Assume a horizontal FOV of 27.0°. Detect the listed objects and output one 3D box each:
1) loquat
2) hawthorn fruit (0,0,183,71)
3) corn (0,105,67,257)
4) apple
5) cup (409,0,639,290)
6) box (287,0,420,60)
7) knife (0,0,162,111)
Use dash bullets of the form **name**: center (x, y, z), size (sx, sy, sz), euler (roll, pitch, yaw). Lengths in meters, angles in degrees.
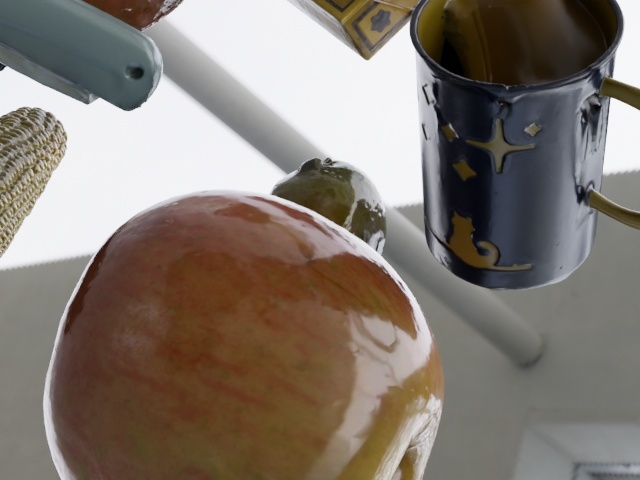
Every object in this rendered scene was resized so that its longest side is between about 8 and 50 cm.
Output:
- **loquat**: center (0.000, 0.000, 1.501), size (0.152, 0.152, 0.195), euler (37, -47, 54)
- **hawthorn fruit**: center (-0.201, -0.287, 0.950), size (0.316, 0.316, 0.316), euler (-28, -137, 29)
- **corn**: center (-0.334, -0.050, 1.333), size (0.101, 0.101, 0.310), euler (-31, -157, 26)
- **apple**: center (-0.058, 0.146, 1.202), size (0.364, 0.364, 0.364), euler (-28, -137, 29)
- **cup**: center (0.191, -0.067, 1.164), size (0.178, 0.256, 0.255), euler (-22, -134, -15)
- **box**: center (0.096, -0.379, 1.620), size (0.301, 0.084, 0.193), euler (-43, -133, -3)
- **knife**: center (-0.145, -0.102, 0.586), size (0.044, 0.162, 0.023), euler (-58, -161, 23)
